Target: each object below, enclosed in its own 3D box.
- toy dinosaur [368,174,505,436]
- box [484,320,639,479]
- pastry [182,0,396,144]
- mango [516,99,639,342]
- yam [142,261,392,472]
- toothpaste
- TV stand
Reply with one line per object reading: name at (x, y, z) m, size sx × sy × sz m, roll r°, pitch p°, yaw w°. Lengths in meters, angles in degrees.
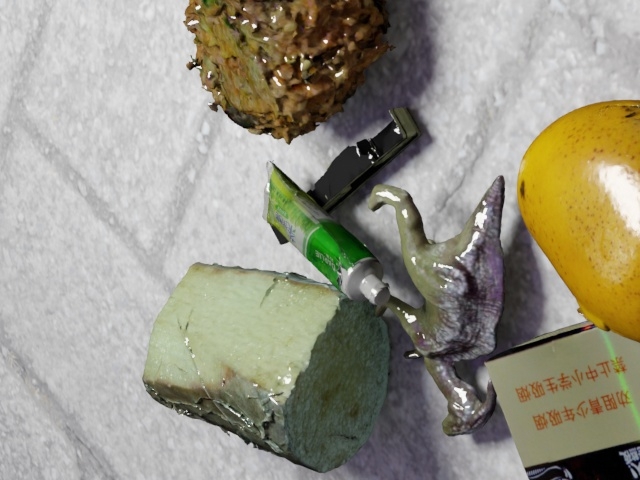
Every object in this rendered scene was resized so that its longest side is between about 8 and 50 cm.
toy dinosaur at (0.129, 0.060, 1.616) m, size 0.162 × 0.077 × 0.294 m, roll 24°, pitch 131°, yaw 39°
box at (0.297, 0.223, 1.481) m, size 0.198 × 0.084 × 0.310 m, roll -24°, pitch 84°, yaw 46°
pastry at (-0.054, -0.234, 1.626) m, size 0.275 × 0.193 × 0.274 m, roll 17°, pitch 115°, yaw 41°
mango at (0.281, -0.028, 1.378) m, size 0.290 × 0.160 × 0.191 m, roll 33°, pitch 128°, yaw 46°
yam at (-0.066, 0.139, 1.751) m, size 0.271 × 0.202 × 0.201 m, roll 16°, pitch 149°, yaw 37°
toothpaste at (0.000, 0.000, 1.669) m, size 0.248 × 0.047 × 0.078 m, roll 44°, pitch 137°, yaw 47°
TV stand at (0.023, -0.068, 1.707) m, size 0.249 × 0.042 × 0.036 m, roll -40°, pitch 75°, yaw 45°
